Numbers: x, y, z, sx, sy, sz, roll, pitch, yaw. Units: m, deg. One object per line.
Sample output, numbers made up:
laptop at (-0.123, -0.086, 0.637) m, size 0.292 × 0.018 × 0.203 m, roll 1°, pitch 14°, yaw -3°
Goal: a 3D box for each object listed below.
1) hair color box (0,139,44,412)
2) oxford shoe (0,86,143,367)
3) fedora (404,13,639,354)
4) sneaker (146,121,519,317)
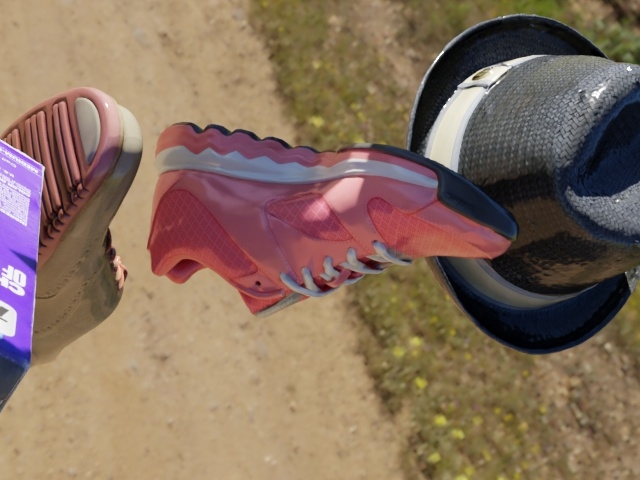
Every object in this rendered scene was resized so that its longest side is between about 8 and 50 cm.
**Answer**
hair color box at (-0.248, 0.050, 0.711) m, size 0.110 × 0.185 × 0.339 m, roll 31°, pitch 10°, yaw -21°
oxford shoe at (-0.207, -0.001, 1.012) m, size 0.130 × 0.348 × 0.123 m, roll 7°, pitch 57°, yaw -33°
fedora at (0.232, -0.061, 1.091) m, size 0.334 × 0.153 × 0.333 m, roll 7°, pitch 78°, yaw -38°
sneaker at (0.000, 0.000, 0.966) m, size 0.116 × 0.314 × 0.136 m, roll 28°, pitch 74°, yaw -58°
